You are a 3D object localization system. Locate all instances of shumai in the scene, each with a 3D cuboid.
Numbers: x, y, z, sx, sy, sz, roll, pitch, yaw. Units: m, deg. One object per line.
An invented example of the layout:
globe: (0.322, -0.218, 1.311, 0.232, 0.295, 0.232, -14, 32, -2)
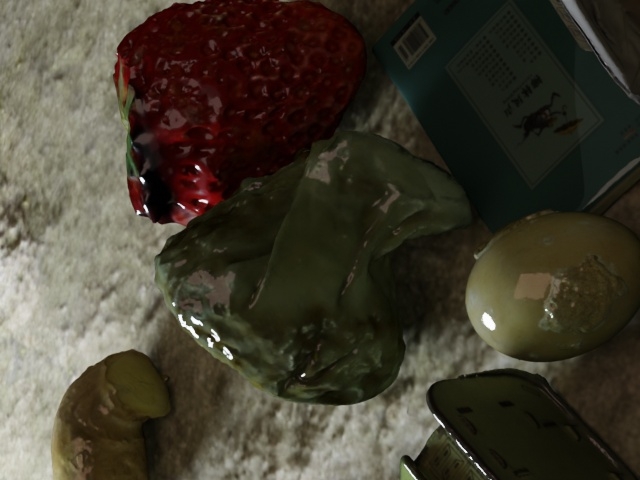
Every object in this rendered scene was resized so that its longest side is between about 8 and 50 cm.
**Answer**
shumai: (0.000, 0.000, 1.540, 0.288, 0.329, 0.292, -48, 43, 37)

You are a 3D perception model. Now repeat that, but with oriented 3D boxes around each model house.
model house: (0.170, 0.312, 1.458, 0.218, 0.204, 0.279, 50, 123, 33)

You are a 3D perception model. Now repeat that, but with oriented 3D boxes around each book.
book: (0.230, -0.179, 1.558, 0.264, 0.031, 0.379, -45, 59, 28)

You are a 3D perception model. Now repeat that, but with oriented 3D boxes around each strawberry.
strawberry: (-0.112, -0.169, 1.726, 0.291, 0.309, 0.292, 171, 90, -73)

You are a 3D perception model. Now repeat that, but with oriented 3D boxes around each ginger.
ginger: (-0.304, 0.283, 1.889, 0.152, 0.138, 0.267, 7, 84, 35)

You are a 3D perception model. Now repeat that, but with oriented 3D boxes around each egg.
egg: (0.251, 0.046, 1.428, 0.201, 0.164, 0.164, -21, 71, 22)

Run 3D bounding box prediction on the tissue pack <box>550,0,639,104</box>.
tissue pack: (0.286, -0.301, 1.313, 0.238, 0.305, 0.239, -21, 48, 24)
